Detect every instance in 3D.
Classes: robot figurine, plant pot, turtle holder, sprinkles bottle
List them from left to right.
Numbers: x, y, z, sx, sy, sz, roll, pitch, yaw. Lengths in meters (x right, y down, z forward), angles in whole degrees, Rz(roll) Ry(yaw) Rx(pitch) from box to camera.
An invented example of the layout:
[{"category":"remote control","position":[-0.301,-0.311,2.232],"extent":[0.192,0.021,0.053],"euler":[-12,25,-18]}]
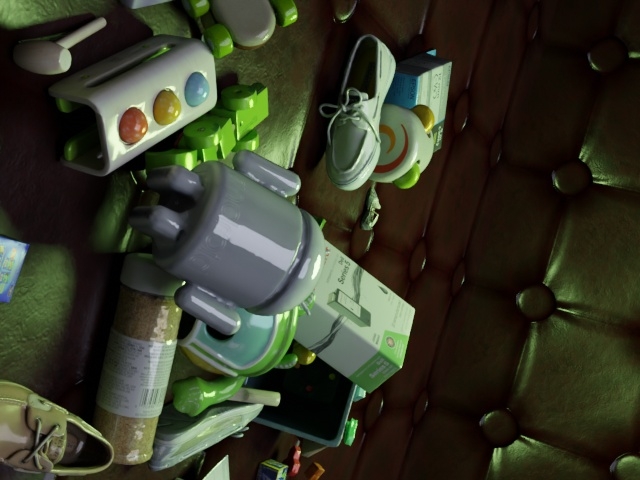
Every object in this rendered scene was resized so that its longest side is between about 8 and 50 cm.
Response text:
[{"category":"sprinkles bottle","position":[-0.316,0.204,1.596],"extent":[0.121,0.121,0.355],"euler":[2,103,-64]},{"category":"turtle holder","position":[-0.190,0.153,1.749],"extent":[0.228,0.243,0.320],"euler":[6,136,-45]},{"category":"robot figurine","position":[-0.136,0.001,1.522],"extent":[0.354,0.200,0.299],"euler":[28,80,-29]},{"category":"plant pot","position":[-0.030,0.311,2.128],"extent":[0.252,0.247,0.247],"euler":[40,67,-82]}]

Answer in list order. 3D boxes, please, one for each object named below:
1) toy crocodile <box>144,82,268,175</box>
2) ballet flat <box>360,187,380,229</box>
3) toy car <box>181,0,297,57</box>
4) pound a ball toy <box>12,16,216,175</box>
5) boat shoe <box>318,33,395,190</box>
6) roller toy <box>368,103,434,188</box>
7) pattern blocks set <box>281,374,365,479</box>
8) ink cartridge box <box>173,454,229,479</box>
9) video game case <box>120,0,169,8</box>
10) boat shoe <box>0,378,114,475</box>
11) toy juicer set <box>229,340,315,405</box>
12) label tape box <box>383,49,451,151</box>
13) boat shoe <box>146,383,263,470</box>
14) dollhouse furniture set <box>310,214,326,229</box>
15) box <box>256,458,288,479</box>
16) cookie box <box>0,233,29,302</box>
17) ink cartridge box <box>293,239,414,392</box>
[{"category":"toy crocodile","position":[-0.192,-0.194,1.664],"extent":[0.340,0.105,0.115],"euler":[-53,149,-45]},{"category":"ballet flat","position":[0.140,-0.082,2.466],"extent":[0.041,0.041,0.114],"euler":[5,99,-65]},{"category":"toy car","position":[-0.152,-0.373,1.563],"extent":[0.155,0.148,0.188],"euler":[-30,180,-18]},{"category":"pound a ball toy","position":[-0.288,-0.236,1.383],"extent":[0.319,0.136,0.208],"euler":[-44,141,-48]},{"category":"boat shoe","position":[0.080,-0.305,2.102],"extent":[0.156,0.136,0.366],"euler":[38,67,-63]},{"category":"roller toy","position":[0.176,-0.241,2.267],"extent":[0.146,0.191,0.209],"euler":[-5,105,-63]},{"category":"pattern blocks set","position":[0.011,0.457,2.266],"extent":[0.026,0.325,0.285],"euler":[26,67,-19]},{"category":"ink cartridge box","position":[-0.284,0.625,1.981],"extent":[0.239,0.060,0.275],"euler":[-41,139,-51]},{"category":"video game case","position":[-0.169,-0.533,1.439],"extent":[0.300,0.036,0.329],"euler":[-35,156,-53]},{"category":"boat shoe","position":[-0.438,0.295,1.411],"extent":[0.341,0.110,0.121],"euler":[40,68,-63]},{"category":"toy juicer set","position":[-0.120,0.229,1.954],"extent":[0.328,0.209,0.089],"euler":[-63,-165,-21]},{"category":"label tape box","position":[0.276,-0.366,2.495],"extent":[0.348,0.115,0.249],"euler":[-32,132,-53]},{"category":"boat shoe","position":[-0.234,0.374,1.884],"extent":[0.320,0.118,0.103],"euler":[-18,126,-56]},{"category":"dollhouse furniture set","position":[0.000,0.000,2.182],"extent":[0.058,0.076,0.151],"euler":[-65,153,-17]},{"category":"box","position":[-0.134,0.638,2.295],"extent":[0.054,0.059,0.168],"euler":[3,102,-65]},{"category":"cookie box","position":[-0.469,0.032,1.277],"extent":[0.107,0.040,0.091],"euler":[27,80,-65]},{"category":"ink cartridge box","position":[0.047,0.152,1.904],"extent":[0.115,0.273,0.198],"euler":[-45,-166,34]}]
